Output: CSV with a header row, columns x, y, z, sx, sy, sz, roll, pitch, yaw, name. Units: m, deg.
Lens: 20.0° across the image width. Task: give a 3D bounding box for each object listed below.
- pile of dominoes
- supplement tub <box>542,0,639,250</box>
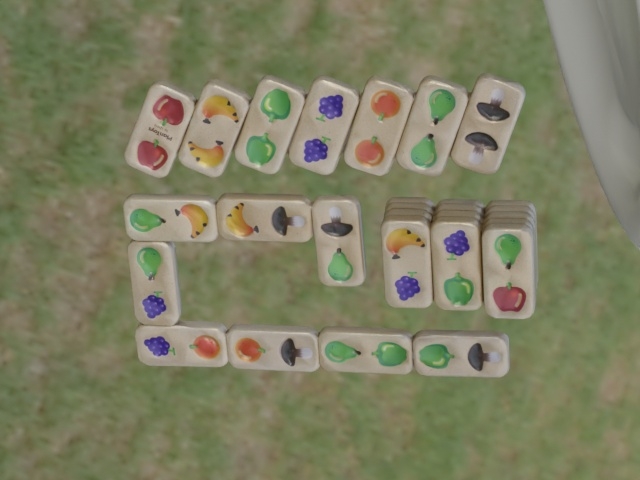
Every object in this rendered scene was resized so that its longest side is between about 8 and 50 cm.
x,y,z,sx,sy,sz,roll,pitch,yaw,name
0.000,0.000,1.060,0.040,0.251,0.196,-69,157,-61,pile of dominoes
0.247,-0.134,0.621,0.241,0.331,0.241,-13,90,-90,supplement tub
